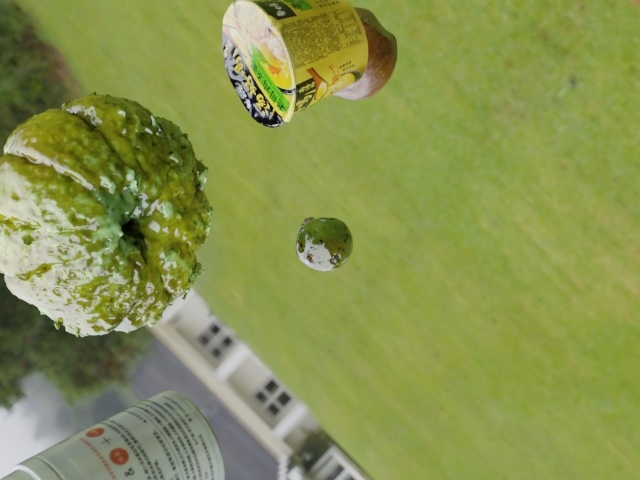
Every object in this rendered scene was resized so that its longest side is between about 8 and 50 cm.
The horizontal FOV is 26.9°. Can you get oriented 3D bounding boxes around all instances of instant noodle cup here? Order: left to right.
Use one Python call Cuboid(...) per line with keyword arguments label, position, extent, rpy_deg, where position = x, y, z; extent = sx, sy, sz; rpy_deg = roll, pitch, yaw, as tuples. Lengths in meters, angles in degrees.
Cuboid(label="instant noodle cup", position=(-0.027, -0.218, 1.530), extent=(0.151, 0.122, 0.151), rpy_deg=(38, 142, 38))

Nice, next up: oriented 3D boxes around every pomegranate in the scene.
Cuboid(label="pomegranate", position=(-0.003, 0.002, 1.642), extent=(0.084, 0.073, 0.073), rpy_deg=(18, 164, 30))

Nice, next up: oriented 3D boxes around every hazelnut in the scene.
Cuboid(label="hazelnut", position=(0.039, -0.286, 2.049), extent=(0.154, 0.143, 0.143), rpy_deg=(31, 178, -2))

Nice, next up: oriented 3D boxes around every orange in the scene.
Cuboid(label="orange", position=(-0.266, -0.023, 1.647), extent=(0.223, 0.300, 0.301), rpy_deg=(9, 120, 51))

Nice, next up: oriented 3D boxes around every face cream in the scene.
Cuboid(label="face cream", position=(-0.297, 0.309, 1.537), extent=(0.145, 0.370, 0.145), rpy_deg=(30, 132, 41))
